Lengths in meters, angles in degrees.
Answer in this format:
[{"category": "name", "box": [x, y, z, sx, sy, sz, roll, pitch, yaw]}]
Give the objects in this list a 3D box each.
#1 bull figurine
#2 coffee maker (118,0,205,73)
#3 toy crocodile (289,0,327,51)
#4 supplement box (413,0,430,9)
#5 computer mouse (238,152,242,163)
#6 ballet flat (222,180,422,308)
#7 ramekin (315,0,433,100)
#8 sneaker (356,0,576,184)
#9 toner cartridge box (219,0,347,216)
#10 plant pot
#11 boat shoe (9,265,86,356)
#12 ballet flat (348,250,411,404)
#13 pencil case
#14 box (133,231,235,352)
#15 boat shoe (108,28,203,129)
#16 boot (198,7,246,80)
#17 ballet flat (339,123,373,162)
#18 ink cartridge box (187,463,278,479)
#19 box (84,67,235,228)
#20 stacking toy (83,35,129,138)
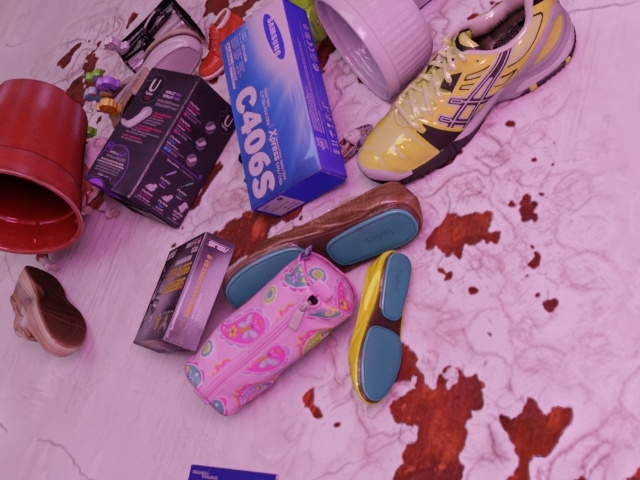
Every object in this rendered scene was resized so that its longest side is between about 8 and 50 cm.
[{"category": "bull figurine", "box": [-0.544, -0.083, 1.542, 0.310, 0.101, 0.188, -44, 50, 6]}, {"category": "coffee maker", "box": [-0.373, -0.463, 1.643, 0.178, 0.120, 0.171, -41, 25, 8]}, {"category": "toy crocodile", "box": [-0.031, -0.447, 1.396, 0.115, 0.105, 0.341, -11, 55, 31]}, {"category": "supplement box", "box": [0.133, -0.533, 1.265, 0.111, 0.114, 0.220, -36, 70, 14]}, {"category": "computer mouse", "box": [-0.107, -0.238, 1.360, 0.106, 0.042, 0.193, -18, 56, 28]}, {"category": "ballet flat", "box": [0.000, 0.000, 1.118, 0.342, 0.116, 0.124, -28, 32, 19]}, {"category": "ramekin", "box": [0.095, -0.347, 1.177, 0.109, 0.207, 0.207, -38, 49, 0]}, {"category": "sneaker", "box": [0.197, -0.242, 1.078, 0.384, 0.147, 0.145, -41, 50, 11]}, {"category": "toner cartridge box", "box": [-0.072, -0.233, 1.240, 0.165, 0.075, 0.348, -27, 66, 33]}, {"category": "plant pot", "box": [-0.583, -0.155, 1.397, 0.272, 0.272, 0.265, -19, 51, 26]}, {"category": "boat shoe", "box": [-0.555, 0.157, 1.416, 0.098, 0.109, 0.302, -55, 42, 3]}, {"category": "ballet flat", "box": [0.078, 0.124, 1.015, 0.077, 0.077, 0.231, -20, 49, 51]}, {"category": "pencil case", "box": [-0.075, 0.138, 1.051, 0.284, 0.124, 0.124, -42, 48, 21]}, {"category": "box", "box": [-0.233, 0.093, 1.185, 0.231, 0.056, 0.183, -18, 49, 63]}, {"category": "boat shoe", "box": [-0.355, -0.333, 1.540, 0.302, 0.113, 0.103, -34, 53, 37]}, {"category": "boot", "box": [-0.223, -0.421, 1.518, 0.059, 0.084, 0.158, 36, 90, 39]}, {"category": "ballet flat", "box": [0.044, -0.161, 1.212, 0.114, 0.041, 0.041, -46, 48, 4]}, {"category": "ink cartridge box", "box": [-0.176, 0.502, 0.982, 0.175, 0.069, 0.371, -6, 60, 33]}, {"category": "box", "box": [-0.308, -0.185, 1.403, 0.165, 0.143, 0.270, 21, 78, 39]}, {"category": "stacking toy", "box": [-0.493, -0.335, 1.579, 0.221, 0.052, 0.167, -18, 65, 52]}]
